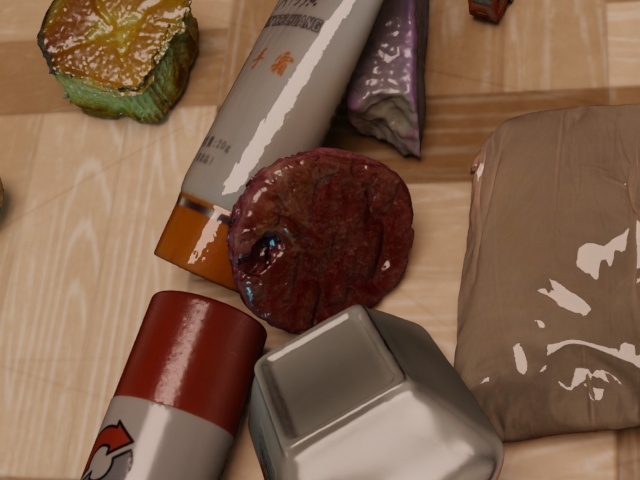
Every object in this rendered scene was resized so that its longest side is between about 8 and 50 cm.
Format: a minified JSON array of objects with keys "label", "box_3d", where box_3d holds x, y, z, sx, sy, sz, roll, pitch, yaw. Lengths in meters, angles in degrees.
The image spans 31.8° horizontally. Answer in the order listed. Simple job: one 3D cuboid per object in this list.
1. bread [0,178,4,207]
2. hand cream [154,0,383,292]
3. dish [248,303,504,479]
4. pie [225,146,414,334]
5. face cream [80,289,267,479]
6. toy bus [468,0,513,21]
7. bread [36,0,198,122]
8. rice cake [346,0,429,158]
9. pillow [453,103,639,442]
[{"label":"bread","box_3d":[-0.368,0.002,0.971,0.214,0.053,0.073,-31,66,-5]},{"label":"hand cream","box_3d":[-0.022,-0.110,0.878,0.140,0.089,0.314,13,76,58]},{"label":"dish","box_3d":[0.023,0.120,0.739,0.154,0.064,0.234,-30,26,-1]},{"label":"pie","box_3d":[0.000,0.000,0.840,0.153,0.153,0.038,-47,30,-10]},{"label":"face cream","box_3d":[-0.114,0.151,0.811,0.096,0.096,0.214,11,68,19]},{"label":"toy bus","box_3d":[0.159,-0.240,0.958,0.031,0.043,0.110,19,71,22]},{"label":"bread","box_3d":[-0.181,-0.173,0.998,0.140,0.069,0.128,17,71,17]},{"label":"rice cake","box_3d":[0.061,-0.263,0.960,0.064,0.070,0.399,-2,70,14]},{"label":"pillow","box_3d":[0.185,0.019,0.815,0.173,0.067,0.270,-1,65,20]}]
